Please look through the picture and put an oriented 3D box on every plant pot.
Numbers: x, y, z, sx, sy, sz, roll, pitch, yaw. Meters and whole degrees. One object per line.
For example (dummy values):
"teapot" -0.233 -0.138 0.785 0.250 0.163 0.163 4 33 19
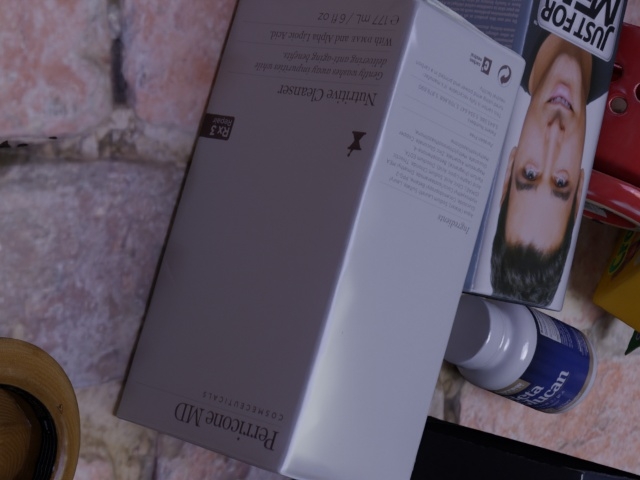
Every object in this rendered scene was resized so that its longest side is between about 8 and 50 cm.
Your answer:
"plant pot" 0.296 -0.109 1.652 0.191 0.191 0.174 23 85 -43

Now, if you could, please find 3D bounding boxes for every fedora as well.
"fedora" -0.267 0.155 1.239 0.194 0.079 0.194 -15 109 -48

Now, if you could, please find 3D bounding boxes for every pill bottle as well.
"pill bottle" 0.191 0.110 1.656 0.169 0.094 0.094 24 81 -43

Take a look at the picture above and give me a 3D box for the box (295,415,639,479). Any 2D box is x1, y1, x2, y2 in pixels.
"box" 0.120 0.342 1.481 0.179 0.312 0.343 16 87 -44

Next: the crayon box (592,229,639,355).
"crayon box" 0.396 -0.029 1.716 0.083 0.323 0.203 33 59 -6

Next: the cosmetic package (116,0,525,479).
"cosmetic package" 0.000 0.000 1.374 0.156 0.217 0.385 24 79 -44

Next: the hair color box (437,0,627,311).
"hair color box" 0.172 -0.135 1.512 0.185 0.113 0.374 13 90 -55
